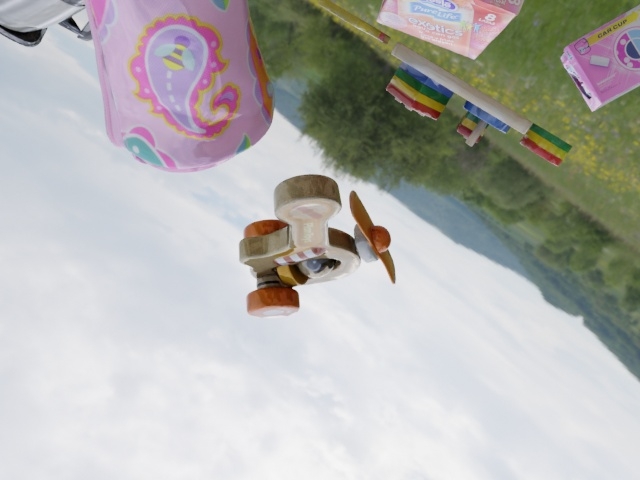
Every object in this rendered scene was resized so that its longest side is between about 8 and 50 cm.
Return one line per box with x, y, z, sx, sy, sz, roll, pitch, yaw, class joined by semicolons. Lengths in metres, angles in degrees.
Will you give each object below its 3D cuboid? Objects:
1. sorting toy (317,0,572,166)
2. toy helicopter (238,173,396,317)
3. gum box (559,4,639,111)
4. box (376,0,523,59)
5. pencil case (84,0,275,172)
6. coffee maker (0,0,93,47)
0.113;-0.134;0.620;0.274;0.046;0.132;31;-163;0;sorting toy
0.000;0.000;0.927;0.234;0.140;0.355;-4;160;-2;toy helicopter
0.485;-0.296;1.048;0.107;0.188;0.062;62;-173;6;gum box
0.190;-0.397;0.790;0.142;0.300;0.154;20;174;-4;box
-0.104;-0.184;0.389;0.124;0.124;0.284;49;155;50;pencil case
-0.193;-0.258;0.530;0.178;0.171;0.120;-3;175;32;coffee maker
